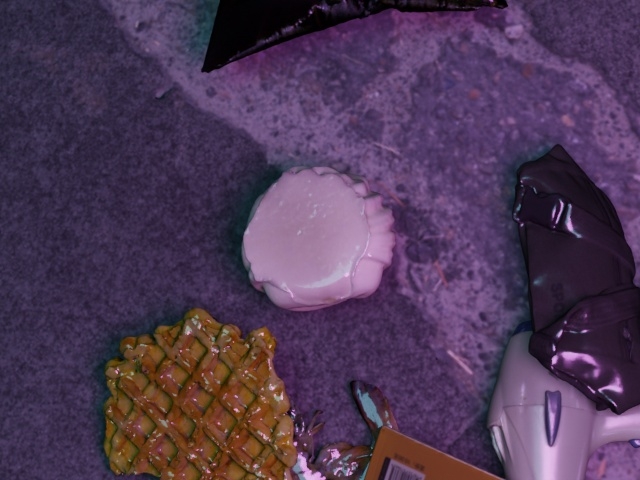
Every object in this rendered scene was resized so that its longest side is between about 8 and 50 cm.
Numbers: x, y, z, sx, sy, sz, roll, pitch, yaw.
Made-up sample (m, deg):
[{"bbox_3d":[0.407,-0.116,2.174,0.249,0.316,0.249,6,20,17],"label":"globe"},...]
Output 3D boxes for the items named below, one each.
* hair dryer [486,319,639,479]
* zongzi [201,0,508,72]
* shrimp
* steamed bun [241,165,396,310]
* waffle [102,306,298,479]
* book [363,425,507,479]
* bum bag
[{"bbox_3d":[0.302,0.258,1.414,0.298,0.119,0.296,22,74,9],"label":"hair dryer"},{"bbox_3d":[-0.023,-0.374,1.565,0.362,0.319,0.383,-24,93,5],"label":"zongzi"},{"bbox_3d":[-0.017,0.190,1.534,0.169,0.058,0.296,-30,78,-3],"label":"shrimp"},{"bbox_3d":[0.000,0.000,1.538,0.183,0.106,0.182,-3,75,13],"label":"steamed bun"},{"bbox_3d":[-0.143,0.217,1.520,0.291,0.051,0.291,2,95,29],"label":"waffle"},{"bbox_3d":[0.102,0.372,1.424,0.208,0.020,0.295,20,93,37],"label":"book"},{"bbox_3d":[0.276,0.031,1.428,0.142,0.079,0.326,9,56,-23],"label":"bum bag"}]
